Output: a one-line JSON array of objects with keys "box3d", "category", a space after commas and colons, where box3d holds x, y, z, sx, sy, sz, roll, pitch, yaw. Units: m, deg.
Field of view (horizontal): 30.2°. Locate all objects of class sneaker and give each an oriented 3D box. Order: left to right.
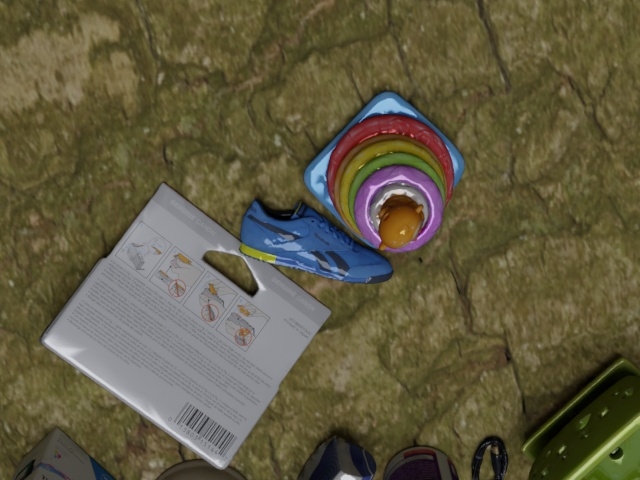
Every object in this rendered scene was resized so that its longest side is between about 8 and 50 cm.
[{"box3d": [0.000, 0.000, 1.544, 0.209, 0.069, 0.082, 15, 103, -5], "category": "sneaker"}, {"box3d": [0.032, 0.432, 1.660, 0.182, 0.127, 0.315, 21, 113, -11], "category": "sneaker"}]

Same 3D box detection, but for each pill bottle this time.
[{"box3d": [0.143, 0.367, 1.595, 0.108, 0.193, 0.108, 0, 107, -1], "category": "pill bottle"}]

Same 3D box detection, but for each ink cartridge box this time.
[{"box3d": [-0.348, 0.362, 1.564, 0.078, 0.231, 0.134, -42, 104, 11], "category": "ink cartridge box"}, {"box3d": [-0.176, 0.115, 1.579, 0.296, 0.066, 0.261, 38, 77, -12], "category": "ink cartridge box"}]

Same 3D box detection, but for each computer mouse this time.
[{"box3d": [0.264, 0.393, 1.686, 0.071, 0.041, 0.242, -16, 106, 4], "category": "computer mouse"}]

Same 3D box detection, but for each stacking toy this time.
[{"box3d": [0.089, -0.050, 1.408, 0.166, 0.302, 0.175, 42, 101, -12], "category": "stacking toy"}]

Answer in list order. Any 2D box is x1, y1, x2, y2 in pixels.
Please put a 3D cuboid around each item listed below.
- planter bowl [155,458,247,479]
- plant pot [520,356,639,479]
[{"box3d": [-0.168, 0.401, 1.644, 0.162, 0.109, 0.162, -1, 107, -2], "category": "planter bowl"}, {"box3d": [0.413, 0.307, 1.576, 0.227, 0.207, 0.228, 42, 102, -13], "category": "plant pot"}]
